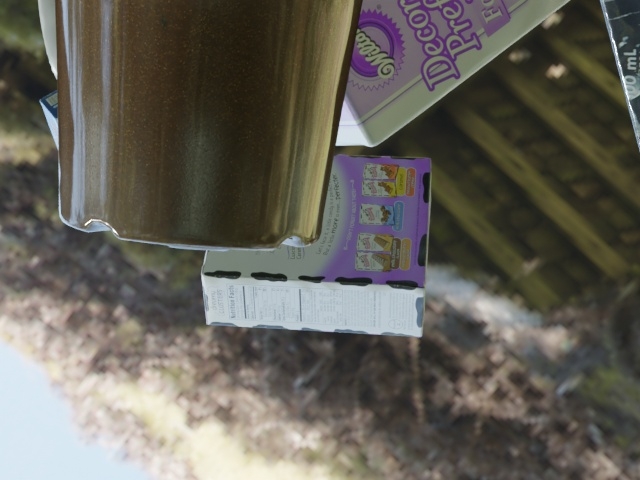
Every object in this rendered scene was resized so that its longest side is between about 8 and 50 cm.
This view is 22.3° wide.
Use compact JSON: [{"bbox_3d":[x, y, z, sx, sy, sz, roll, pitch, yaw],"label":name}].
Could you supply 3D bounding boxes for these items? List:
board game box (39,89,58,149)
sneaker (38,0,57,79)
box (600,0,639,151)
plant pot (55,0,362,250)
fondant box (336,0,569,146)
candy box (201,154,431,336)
[{"bbox_3d":[-0.169,-0.135,1.603,0.035,0.201,0.136,47,162,32],"label":"board game box"},{"bbox_3d":[-0.238,-0.348,1.945,0.135,0.150,0.366,43,-131,-63],"label":"sneaker"},{"bbox_3d":[0.626,-0.198,1.951,0.297,0.471,0.480,-49,-57,-63],"label":"box"},{"bbox_3d":[-0.054,-0.085,0.755,0.167,0.165,0.167,5,-173,-1],"label":"plant pot"},{"bbox_3d":[0.077,-0.245,1.036,0.238,0.330,0.096,60,159,-19],"label":"fondant box"},{"bbox_3d":[0.000,0.000,1.468,0.196,0.070,0.165,3,-134,5],"label":"candy box"}]
